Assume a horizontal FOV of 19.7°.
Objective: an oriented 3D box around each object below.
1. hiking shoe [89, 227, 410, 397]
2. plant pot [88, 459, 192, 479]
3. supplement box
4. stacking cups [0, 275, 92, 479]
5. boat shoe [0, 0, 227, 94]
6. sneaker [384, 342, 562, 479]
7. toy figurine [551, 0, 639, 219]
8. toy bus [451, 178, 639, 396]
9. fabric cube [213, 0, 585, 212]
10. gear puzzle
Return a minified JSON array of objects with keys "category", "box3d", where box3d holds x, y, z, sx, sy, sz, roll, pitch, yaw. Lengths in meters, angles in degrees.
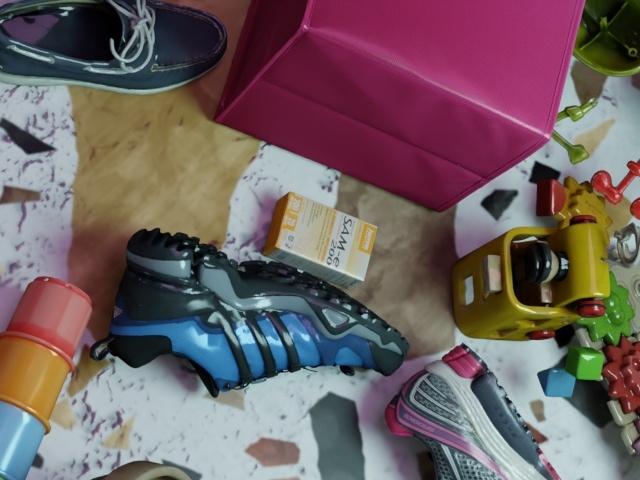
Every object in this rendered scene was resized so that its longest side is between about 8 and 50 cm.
[{"category":"hiking shoe","box3d":[-0.063,0.087,1.734,0.304,0.113,0.132,19,98,-24]},{"category":"plant pot","box3d":[-0.198,0.296,1.563,0.110,0.237,0.237,10,64,24]},{"category":"supplement box","box3d":[0.000,0.000,1.808,0.098,0.036,0.062,21,68,-17]},{"category":"stacking cups","box3d":[-0.291,0.176,1.602,0.096,0.096,0.316,26,62,-15]},{"category":"boat shoe","box3d":[-0.201,-0.196,1.754,0.255,0.079,0.095,1,74,-23]},{"category":"sneaker","box3d":[0.178,0.247,1.781,0.112,0.121,0.299,-34,91,1]},{"category":"toy figurine","box3d":[0.384,-0.124,1.972,0.362,0.191,0.217,40,17,12]},{"category":"toy bus","box3d":[0.205,0.036,1.806,0.104,0.191,0.202,3,117,-23]},{"category":"fabric cube","box3d":[0.081,-0.211,1.785,0.258,0.259,0.254,21,68,-15]},{"category":"gear puzzle","box3d":[0.333,0.084,1.900,0.175,0.044,0.339,-18,82,-43]}]
